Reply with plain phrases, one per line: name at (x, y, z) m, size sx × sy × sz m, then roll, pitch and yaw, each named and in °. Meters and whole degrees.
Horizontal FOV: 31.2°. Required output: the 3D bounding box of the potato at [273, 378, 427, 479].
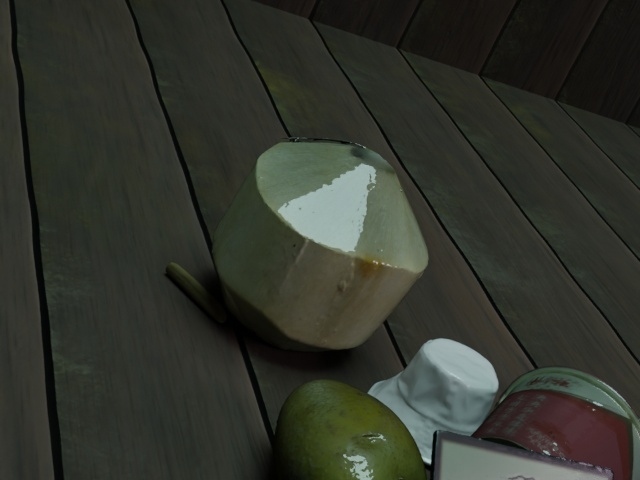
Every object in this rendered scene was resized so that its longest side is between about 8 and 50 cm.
potato at (0.026, 0.257, 1.365) m, size 0.174 × 0.159 × 0.251 m, roll 39°, pitch 6°, yaw -33°

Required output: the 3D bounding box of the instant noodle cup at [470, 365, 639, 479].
instant noodle cup at (0.283, 0.300, 1.465) m, size 0.235 × 0.234 × 0.178 m, roll 38°, pitch 37°, yaw 24°

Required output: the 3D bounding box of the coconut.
coconut at (0.000, 0.000, 1.666) m, size 0.323 × 0.323 × 0.323 m, roll 21°, pitch 25°, yaw -10°

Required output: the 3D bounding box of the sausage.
sausage at (-0.180, 0.076, 1.676) m, size 0.132 × 0.024 × 0.024 m, roll 40°, pitch 28°, yaw 29°

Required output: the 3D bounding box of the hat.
hat at (0.172, 0.217, 1.614) m, size 0.203 × 0.126 × 0.203 m, roll 19°, pitch 23°, yaw -8°

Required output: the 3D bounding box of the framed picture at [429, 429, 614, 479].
framed picture at (0.217, 0.384, 1.235) m, size 0.244 × 0.013 × 0.323 m, roll 16°, pitch 65°, yaw -21°
